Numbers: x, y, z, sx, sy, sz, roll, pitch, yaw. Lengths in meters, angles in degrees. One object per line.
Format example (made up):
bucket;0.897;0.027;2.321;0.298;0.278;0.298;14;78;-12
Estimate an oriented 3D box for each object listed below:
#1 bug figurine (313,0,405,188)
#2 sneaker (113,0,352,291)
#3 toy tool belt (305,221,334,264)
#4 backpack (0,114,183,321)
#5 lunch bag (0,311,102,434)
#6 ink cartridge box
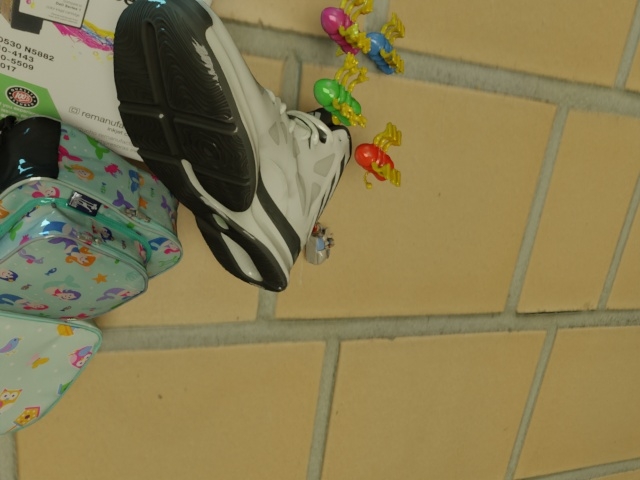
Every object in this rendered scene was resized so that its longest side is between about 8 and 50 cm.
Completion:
bug figurine;0.064;-0.222;0.683;0.216;0.072;0.279;29;62;-52
sneaker;-0.083;-0.147;0.627;0.258;0.169;0.448;-60;156;-29
toy tool belt;0.000;0.000;0.831;0.051;0.052;0.083;-23;122;-46
backpack;-0.306;-0.009;0.600;0.225;0.191;0.253;-26;155;21
lunch bag;-0.454;0.148;0.628;0.224;0.108;0.279;-54;149;2
ink cartridge box;-0.251;-0.253;0.535;0.201;0.117;0.278;14;128;-29
